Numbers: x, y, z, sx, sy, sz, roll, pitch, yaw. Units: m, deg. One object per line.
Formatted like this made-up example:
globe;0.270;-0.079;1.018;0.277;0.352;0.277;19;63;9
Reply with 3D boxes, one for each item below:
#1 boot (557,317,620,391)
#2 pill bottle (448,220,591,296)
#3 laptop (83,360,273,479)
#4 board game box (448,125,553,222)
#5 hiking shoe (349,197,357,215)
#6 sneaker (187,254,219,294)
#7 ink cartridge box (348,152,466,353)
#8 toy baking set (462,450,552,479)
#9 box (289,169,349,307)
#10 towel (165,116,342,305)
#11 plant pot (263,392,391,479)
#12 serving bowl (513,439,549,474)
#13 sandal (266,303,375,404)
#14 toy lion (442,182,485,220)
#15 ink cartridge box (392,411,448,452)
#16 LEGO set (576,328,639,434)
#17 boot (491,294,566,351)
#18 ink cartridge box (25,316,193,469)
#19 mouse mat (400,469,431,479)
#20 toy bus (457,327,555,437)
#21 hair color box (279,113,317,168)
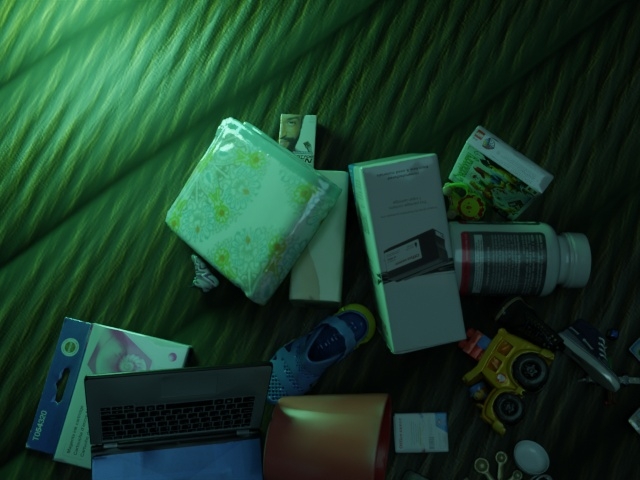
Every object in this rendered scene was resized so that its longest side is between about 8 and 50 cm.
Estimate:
boot;0.632;0.256;1.672;0.086;0.069;0.190;-35;48;-8
pill bottle;0.449;0.044;1.698;0.319;0.176;0.176;1;78;2
laptop;-0.293;0.480;1.553;0.382;0.407;0.236;-2;45;-16
board game box;0.403;-0.144;1.672;0.193;0.305;0.053;37;84;9
hiking shoe;0.182;-0.110;1.795;0.227;0.086;0.114;-4;63;-3
sneaker;-0.300;0.087;1.775;0.069;0.038;0.098;-39;80;-7
ink cartridge box;0.183;0.015;1.602;0.166;0.285;0.394;-10;98;-1
toy baking set;0.430;0.598;1.657;0.256;0.030;0.196;28;80;7
box;0.000;0.000;1.734;0.121;0.148;0.310;3;77;3
towel;-0.167;-0.079;1.696;0.374;0.090;0.320;37;99;31
plant pot;0.018;0.455;1.595;0.243;0.275;0.274;6;78;13
serving bowl;0.478;0.500;1.667;0.083;0.027;0.083;7;46;-7
sandal;-0.019;0.261;1.669;0.317;0.138;0.126;-43;82;8
toy lion;0.351;-0.094;1.772;0.096;0.034;0.100;-6;111;23
ink cartridge box;0.229;0.442;1.683;0.123;0.052;0.088;-1;78;0
LEGO set;0.732;0.331;1.711;0.182;0.060;0.244;-38;81;-19
boot;0.476;0.194;1.641;0.137;0.198;0.076;45;112;30
ink cartridge box;-0.499;0.368;1.708;0.330;0.071;0.323;12;79;2
mouse mat;0.248;0.629;1.652;0.190;0.007;0.152;23;80;17
toy bus;0.399;0.307;1.671;0.211;0.149;0.220;32;83;21
hair color box;-0.058;-0.229;1.829;0.093;0.053;0.167;2;77;3
